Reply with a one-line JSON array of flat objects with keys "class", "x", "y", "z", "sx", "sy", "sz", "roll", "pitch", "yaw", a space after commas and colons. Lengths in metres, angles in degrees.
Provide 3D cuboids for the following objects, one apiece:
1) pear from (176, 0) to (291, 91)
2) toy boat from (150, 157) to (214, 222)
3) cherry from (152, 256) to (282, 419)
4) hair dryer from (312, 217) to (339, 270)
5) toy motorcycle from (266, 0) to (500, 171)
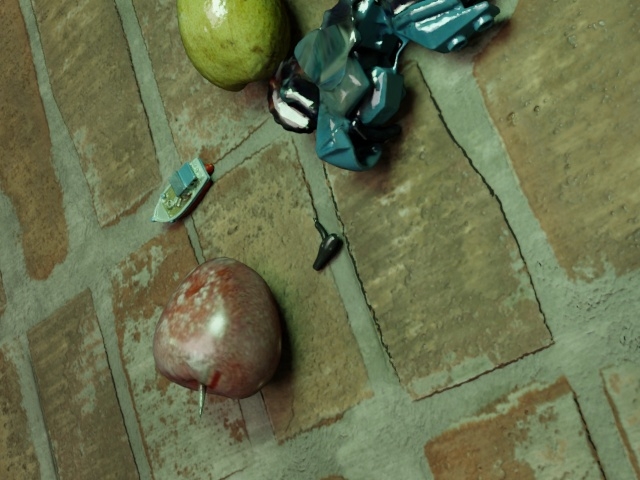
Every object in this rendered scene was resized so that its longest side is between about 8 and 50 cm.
[{"class": "pear", "x": -0.147, "y": -0.366, "z": 1.617, "sx": 0.188, "sy": 0.228, "sz": 0.211, "roll": -15, "pitch": 99, "yaw": 3}, {"class": "toy boat", "x": -0.274, "y": -0.091, "z": 1.823, "sx": 0.173, "sy": 0.059, "sz": 0.069, "roll": -45, "pitch": 62, "yaw": 32}, {"class": "cherry", "x": -0.179, "y": 0.175, "z": 1.640, "sx": 0.236, "sy": 0.213, "sz": 0.285, "roll": 1, "pitch": 70, "yaw": 21}, {"class": "hair dryer", "x": 0.000, "y": 0.000, "z": 1.608, "sx": 0.079, "sy": 0.031, "sz": 0.083, "roll": -57, "pitch": 42, "yaw": 36}, {"class": "toy motorcycle", "x": 0.098, "y": -0.264, "z": 1.442, "sx": 0.416, "sy": 0.172, "sz": 0.232, "roll": -35, "pitch": 73, "yaw": 26}]
